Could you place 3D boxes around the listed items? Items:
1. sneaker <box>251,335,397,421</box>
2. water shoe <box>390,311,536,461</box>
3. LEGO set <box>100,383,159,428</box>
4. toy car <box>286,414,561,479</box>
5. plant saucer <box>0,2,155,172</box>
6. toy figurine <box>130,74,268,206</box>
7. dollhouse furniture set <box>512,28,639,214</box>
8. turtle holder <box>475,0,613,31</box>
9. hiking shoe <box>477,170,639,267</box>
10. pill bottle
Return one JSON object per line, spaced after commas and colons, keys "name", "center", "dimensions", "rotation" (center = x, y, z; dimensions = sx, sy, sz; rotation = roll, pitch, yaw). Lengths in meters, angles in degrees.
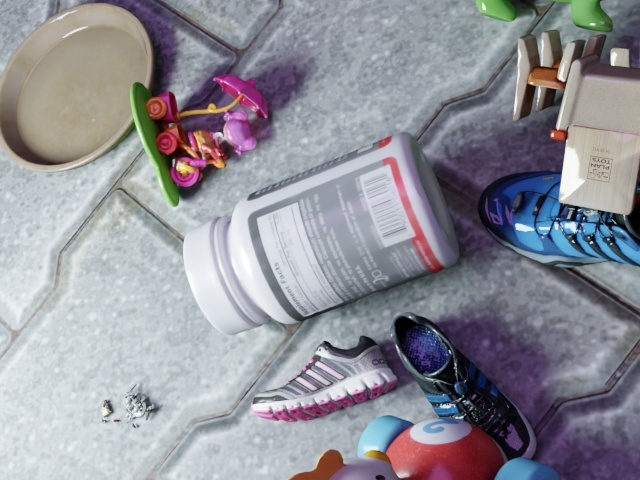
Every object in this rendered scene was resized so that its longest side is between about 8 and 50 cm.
{"name": "sneaker", "center": [0.000, 0.155, 1.077], "dimensions": [0.170, 0.063, 0.075], "rotation": [-19, 64, 10]}
{"name": "water shoe", "center": [0.142, 0.160, 1.002], "dimensions": [0.073, 0.080, 0.203], "rotation": [-45, 60, 2]}
{"name": "LEGO set", "center": [-0.243, 0.210, 1.180], "dimensions": [0.083, 0.023, 0.054], "rotation": [-26, 62, 12]}
{"name": "toy car", "center": [0.059, 0.246, 0.877], "dimensions": [0.219, 0.238, 0.210], "rotation": [8, 71, 49]}
{"name": "plant saucer", "center": [-0.358, -0.222, 1.390], "dimensions": [0.278, 0.041, 0.278], "rotation": [-8, 67, 20]}
{"name": "toy figurine", "center": [-0.145, -0.148, 1.240], "dimensions": [0.159, 0.130, 0.173], "rotation": [-16, 86, 7]}
{"name": "dollhouse furniture set", "center": [0.320, -0.127, 0.961], "dimensions": [0.262, 0.259, 0.135], "rotation": [13, 112, 29]}
{"name": "turtle holder", "center": [0.226, -0.386, 1.084], "dimensions": [0.320, 0.243, 0.227], "rotation": [25, 98, 63]}
{"name": "hiking shoe", "center": [0.304, -0.029, 0.976], "dimensions": [0.304, 0.132, 0.113], "rotation": [12, 75, 27]}
{"name": "pill bottle", "center": [0.000, 0.000, 1.079], "dimensions": [0.283, 0.161, 0.161], "rotation": [-21, 63, 15]}
